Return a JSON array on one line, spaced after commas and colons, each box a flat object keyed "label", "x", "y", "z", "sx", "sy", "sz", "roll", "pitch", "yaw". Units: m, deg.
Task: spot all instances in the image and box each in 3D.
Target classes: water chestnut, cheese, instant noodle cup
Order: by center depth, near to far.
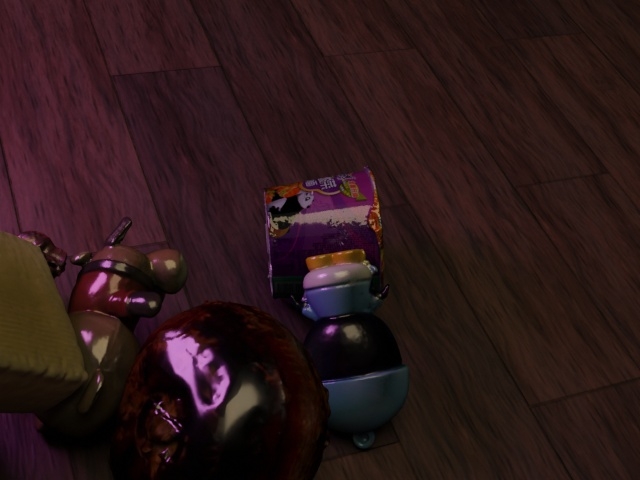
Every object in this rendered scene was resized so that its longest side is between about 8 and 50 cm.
[{"label": "cheese", "x": -0.443, "y": 0.092, "z": 1.185, "sx": 0.124, "sy": 0.265, "sz": 0.242, "roll": -27, "pitch": 69, "yaw": 11}, {"label": "water chestnut", "x": -0.118, "y": 0.265, "z": 1.287, "sx": 0.302, "sy": 0.350, "sz": 0.350, "roll": 15, "pitch": 38, "yaw": -39}, {"label": "instant noodle cup", "x": 0.000, "y": 0.000, "z": 1.622, "sx": 0.190, "sy": 0.251, "sz": 0.251, "roll": -4, "pitch": 48, "yaw": -4}]

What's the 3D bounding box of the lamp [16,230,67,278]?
[{"label": "lamp", "x": -0.488, "y": 0.071, "z": 1.459, "sx": 0.215, "sy": 0.151, "sz": 0.223, "roll": -54, "pitch": 45, "yaw": 0}]

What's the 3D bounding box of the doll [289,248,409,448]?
[{"label": "doll", "x": 0.047, "y": 0.174, "z": 1.477, "sx": 0.177, "sy": 0.141, "sz": 0.314, "roll": -8, "pitch": 86, "yaw": 8}]

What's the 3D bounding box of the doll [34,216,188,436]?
[{"label": "doll", "x": -0.329, "y": 0.135, "z": 1.400, "sx": 0.174, "sy": 0.235, "sz": 0.330, "roll": 34, "pitch": 54, "yaw": -24}]
